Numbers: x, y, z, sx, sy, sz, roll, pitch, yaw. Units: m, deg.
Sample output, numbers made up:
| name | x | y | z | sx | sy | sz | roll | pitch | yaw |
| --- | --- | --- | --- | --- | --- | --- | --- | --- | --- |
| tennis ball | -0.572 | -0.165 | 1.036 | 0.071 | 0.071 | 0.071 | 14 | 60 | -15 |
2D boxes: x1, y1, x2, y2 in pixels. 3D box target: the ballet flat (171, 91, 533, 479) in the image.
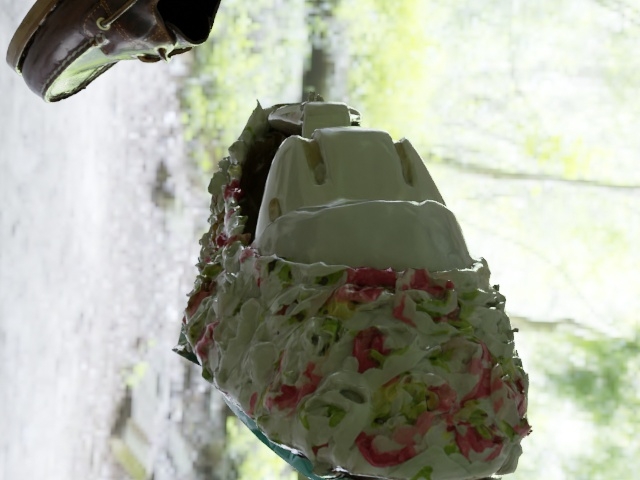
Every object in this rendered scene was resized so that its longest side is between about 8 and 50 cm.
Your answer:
| name | x | y | z | sx | sy | sz | roll | pitch | yaw |
| --- | --- | --- | --- | --- | --- | --- | --- | --- | --- |
| ballet flat | 0.000 | 0.000 | 0.408 | 0.241 | 0.091 | 0.077 | -133 | -134 | -74 |

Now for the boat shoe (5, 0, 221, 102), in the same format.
| name | x | y | z | sx | sy | sz | roll | pitch | yaw |
| --- | --- | --- | --- | --- | --- | --- | --- | --- | --- |
| boat shoe | -0.082 | -0.125 | 0.693 | 0.207 | 0.073 | 0.073 | -40 | 180 | 40 |
